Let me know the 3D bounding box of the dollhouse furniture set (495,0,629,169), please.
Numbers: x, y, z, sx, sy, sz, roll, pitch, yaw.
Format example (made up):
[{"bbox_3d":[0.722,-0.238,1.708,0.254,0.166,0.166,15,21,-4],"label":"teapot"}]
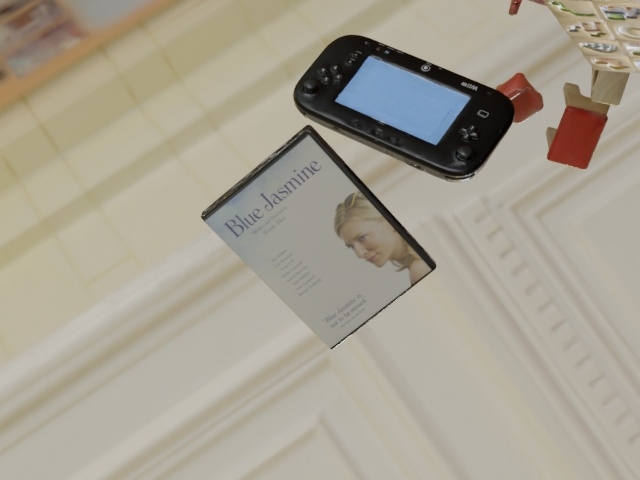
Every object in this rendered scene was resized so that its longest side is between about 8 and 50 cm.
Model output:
[{"bbox_3d":[0.348,-0.267,1.825,0.152,0.201,0.374,-73,-2,-51],"label":"dollhouse furniture set"}]

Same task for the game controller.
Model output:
[{"bbox_3d":[0.121,-0.199,1.885,0.319,0.166,0.067,26,163,22],"label":"game controller"}]

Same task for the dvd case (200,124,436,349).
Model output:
[{"bbox_3d":[0.000,0.000,1.613,0.253,0.180,0.022,46,-165,-19],"label":"dvd case"}]

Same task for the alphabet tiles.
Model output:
[{"bbox_3d":[0.417,-0.223,1.441,0.285,0.011,0.342,9,171,29],"label":"alphabet tiles"}]
